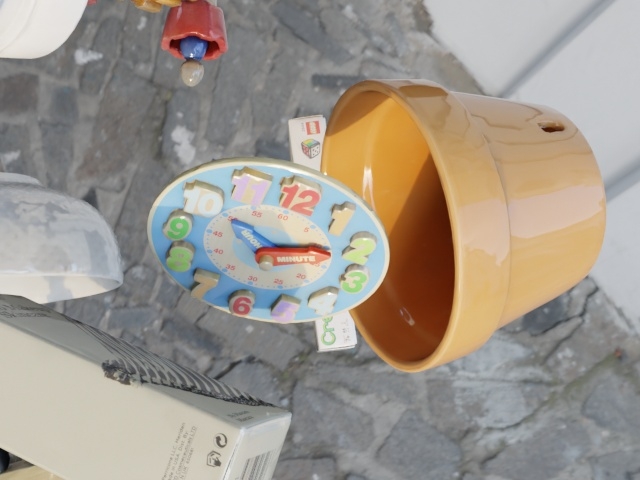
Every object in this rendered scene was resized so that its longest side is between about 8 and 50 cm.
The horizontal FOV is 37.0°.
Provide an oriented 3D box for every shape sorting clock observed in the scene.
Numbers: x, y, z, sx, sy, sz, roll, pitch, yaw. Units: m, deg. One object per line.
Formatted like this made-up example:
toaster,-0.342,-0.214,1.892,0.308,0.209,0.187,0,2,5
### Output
shape sorting clock,-0.045,0.008,0.810,0.206,0.206,0.040,21,44,-13

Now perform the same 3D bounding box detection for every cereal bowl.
cereal bowl,-0.414,0.002,1.165,0.339,0.339,0.141,-3,82,-24

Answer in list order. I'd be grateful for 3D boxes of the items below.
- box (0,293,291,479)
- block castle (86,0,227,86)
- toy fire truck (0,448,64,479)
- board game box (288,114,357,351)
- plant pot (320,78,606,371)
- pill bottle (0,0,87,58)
box,-0.171,0.130,0.748,0.275,0.113,0.094,20,92,17
block castle,-0.075,-0.322,1.035,0.303,0.453,0.212,13,75,-53
toy fire truck,-0.326,0.285,1.085,0.217,0.246,0.158,-15,92,0
board game box,0.000,0.000,1.318,0.053,0.193,0.305,-8,82,-3
plant pot,0.149,-0.028,0.979,0.203,0.291,0.291,-10,73,-22
pill bottle,-0.262,-0.146,0.398,0.323,0.181,0.181,-7,70,-47
